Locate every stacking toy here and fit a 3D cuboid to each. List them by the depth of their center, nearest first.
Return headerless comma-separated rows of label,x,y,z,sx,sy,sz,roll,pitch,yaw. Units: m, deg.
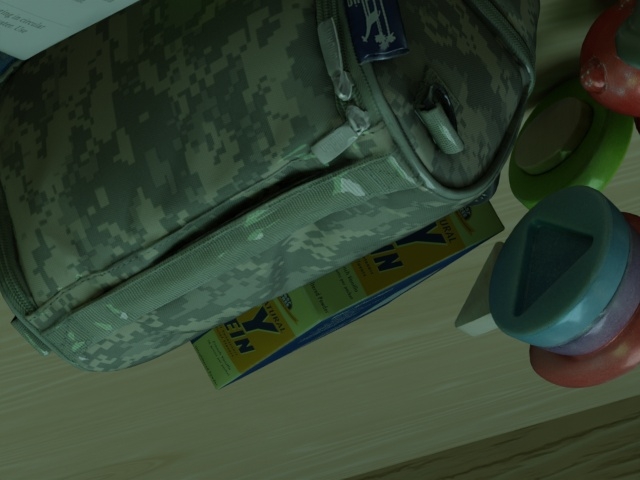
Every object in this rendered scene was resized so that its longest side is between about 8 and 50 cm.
stacking toy,0.191,-0.049,1.532,0.130,0.309,0.279,30,166,-27

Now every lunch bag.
lunch bag,-0.034,-0.073,1.081,0.305,0.256,0.212,-28,123,31

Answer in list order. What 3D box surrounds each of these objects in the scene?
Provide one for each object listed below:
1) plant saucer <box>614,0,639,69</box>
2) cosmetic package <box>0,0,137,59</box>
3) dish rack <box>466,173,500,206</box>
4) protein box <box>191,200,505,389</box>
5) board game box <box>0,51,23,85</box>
plant saucer,0.389,-0.214,1.285,0.400,0.100,0.400,-15,-167,4
cosmetic package,-0.049,-0.233,0.821,0.365,0.155,0.197,-25,163,17
dish rack,-0.002,-0.099,1.311,0.271,0.074,0.208,-1,142,5
protein box,0.000,0.000,1.539,0.200,0.136,0.201,-25,174,-32
board game box,-0.247,-0.082,1.251,0.194,0.060,0.194,-15,164,-11
